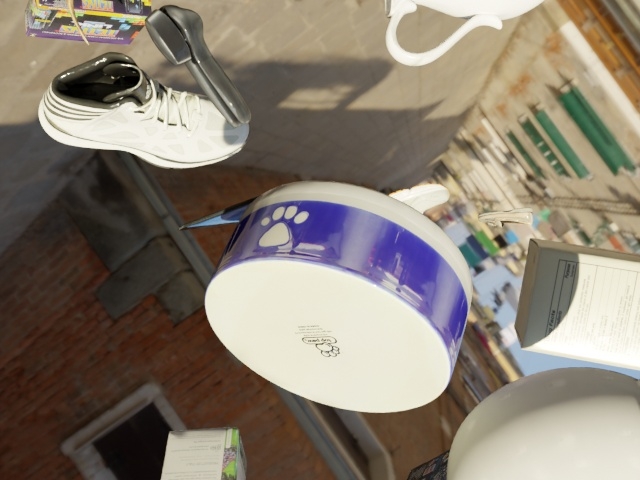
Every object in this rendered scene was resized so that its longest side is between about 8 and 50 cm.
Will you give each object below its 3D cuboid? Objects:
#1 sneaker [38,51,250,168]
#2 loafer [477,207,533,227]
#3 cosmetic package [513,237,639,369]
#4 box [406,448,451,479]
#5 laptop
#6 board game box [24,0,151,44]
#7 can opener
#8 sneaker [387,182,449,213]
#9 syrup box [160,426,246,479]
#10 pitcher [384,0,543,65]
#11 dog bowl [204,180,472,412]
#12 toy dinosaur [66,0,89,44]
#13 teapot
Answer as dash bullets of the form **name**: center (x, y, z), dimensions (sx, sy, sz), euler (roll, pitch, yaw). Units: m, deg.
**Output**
- **sneaker**: center (-0.333, -0.257, 1.446), dimensions (0.448, 0.169, 0.257), euler (2, 174, -24)
- **loafer**: center (0.408, -0.047, 1.560), dimensions (0.125, 0.039, 0.045), euler (-8, 172, 35)
- **cosmetic package**: center (0.438, 0.095, 0.994), dimensions (0.129, 0.296, 0.153), euler (-35, 135, -78)
- **box**: center (0.301, 0.603, 1.696), dimensions (0.293, 0.073, 0.295), euler (-39, 179, 30)
- **laptop**: center (0.000, 0.000, 0.895), dimensions (0.136, 0.264, 0.234), euler (-57, 171, 11)
- **board game box**: center (-0.372, -0.361, 1.122), dimensions (0.170, 0.048, 0.141), euler (-3, 176, -29)
- **can opener**: center (-0.157, -0.228, 0.932), dimensions (0.073, 0.186, 0.059), euler (-45, -154, -17)
- **sneaker**: center (0.154, -0.037, 1.487), dimensions (0.262, 0.121, 0.099), euler (-19, 178, -2)
- **syrup box**: center (-0.148, 0.356, 0.857), dimensions (0.096, 0.093, 0.237), euler (-4, -138, 2)
- **pitcher**: center (0.168, -0.295, 0.826), dimensions (0.207, 0.177, 0.125), euler (-6, 175, -6)
- **dog bowl**: center (0.018, 0.067, 0.737), dimensions (0.265, 0.265, 0.104), euler (-37, -157, 49)
- **toy dinosaur**: center (-0.313, -0.372, 0.884), dimensions (0.064, 0.112, 0.211), euler (2, 127, -28)
- **teapot**: center (0.235, 0.246, 0.609), dimensions (0.253, 0.256, 0.187), euler (-16, -153, 12)
